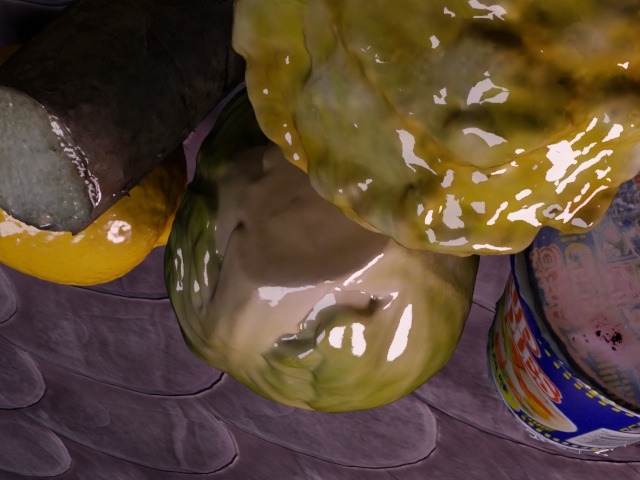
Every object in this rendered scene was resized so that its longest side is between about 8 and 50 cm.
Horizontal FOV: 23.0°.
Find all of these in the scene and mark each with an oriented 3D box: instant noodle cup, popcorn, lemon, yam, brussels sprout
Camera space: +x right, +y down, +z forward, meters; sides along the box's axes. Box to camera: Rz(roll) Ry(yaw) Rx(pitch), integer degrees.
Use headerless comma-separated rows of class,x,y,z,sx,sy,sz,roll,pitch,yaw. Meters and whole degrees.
instant noodle cup,0.275,0.065,1.398,0.284,0.284,0.312,23,160,2
popcorn,0.088,-0.158,1.106,0.334,0.293,0.292,-22,133,30
lemon,-0.258,-0.074,1.569,0.288,0.233,0.233,28,152,-14
yam,-0.179,-0.139,1.378,0.161,0.268,0.161,27,145,21
brussels sprout,0.003,0.005,1.396,0.281,0.289,0.354,18,173,5

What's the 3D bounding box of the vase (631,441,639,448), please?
vase,0.350,0.194,1.712,0.237,0.115,0.115,17,152,21
